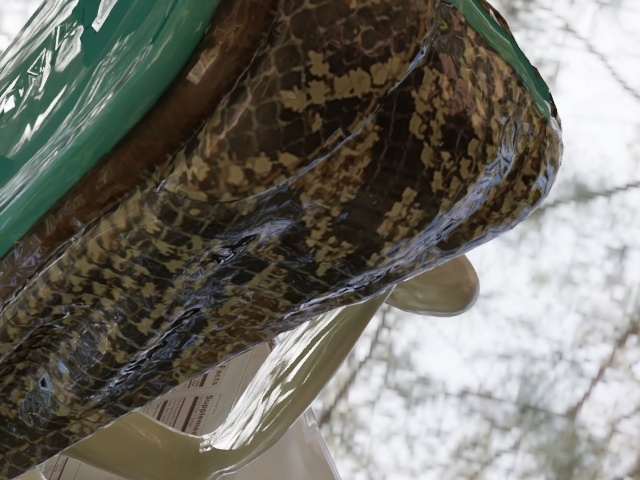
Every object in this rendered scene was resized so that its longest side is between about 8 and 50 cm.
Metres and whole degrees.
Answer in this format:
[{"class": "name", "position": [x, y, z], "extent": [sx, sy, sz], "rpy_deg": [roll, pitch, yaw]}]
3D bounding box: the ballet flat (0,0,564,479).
[{"class": "ballet flat", "position": [-0.120, 0.048, 0.607], "extent": [0.182, 0.482, 0.164], "rpy_deg": [35, -138, -33]}]

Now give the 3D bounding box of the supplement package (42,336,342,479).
[{"class": "supplement package", "position": [-0.145, 0.209, 1.351], "extent": [0.262, 0.199, 0.198], "rpy_deg": [-11, -150, 20]}]

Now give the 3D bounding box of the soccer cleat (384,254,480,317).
[{"class": "soccer cleat", "position": [0.000, 0.000, 1.039], "extent": [0.196, 0.068, 0.076], "rpy_deg": [29, -139, 16]}]
